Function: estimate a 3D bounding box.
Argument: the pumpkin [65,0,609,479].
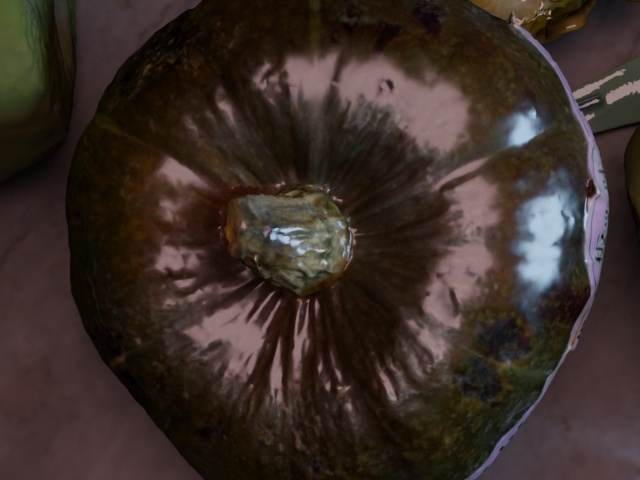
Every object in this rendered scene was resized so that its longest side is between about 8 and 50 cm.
[{"bbox_3d":[0.000,-0.001,0.810,0.260,0.189,0.260,-1,86,11],"label":"pumpkin"}]

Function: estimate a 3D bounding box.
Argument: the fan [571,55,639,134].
[{"bbox_3d":[0.106,-0.055,0.927,0.193,0.016,0.038,-21,77,-5],"label":"fan"}]

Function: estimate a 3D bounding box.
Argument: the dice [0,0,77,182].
[{"bbox_3d":[-0.249,-0.151,0.851,0.238,0.227,0.233,-4,74,-1],"label":"dice"}]

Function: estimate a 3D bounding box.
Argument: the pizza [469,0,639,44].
[{"bbox_3d":[0.119,-0.230,0.947,0.287,0.074,0.251,-25,76,-7],"label":"pizza"}]

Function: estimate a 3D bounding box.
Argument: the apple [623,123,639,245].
[{"bbox_3d":[0.252,-0.012,0.841,0.207,0.174,0.188,-24,77,-22],"label":"apple"}]
